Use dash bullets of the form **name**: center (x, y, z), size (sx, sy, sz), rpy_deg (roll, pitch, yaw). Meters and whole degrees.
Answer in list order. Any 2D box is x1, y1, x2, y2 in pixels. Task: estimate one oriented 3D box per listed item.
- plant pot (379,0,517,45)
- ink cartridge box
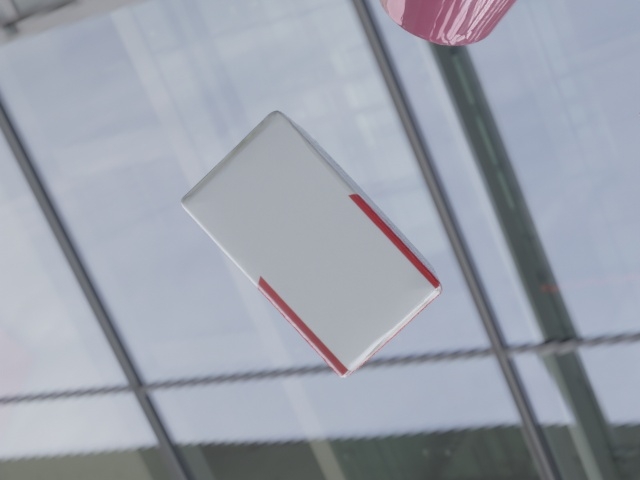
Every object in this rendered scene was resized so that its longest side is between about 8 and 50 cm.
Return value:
- **plant pot**: center (0.136, -0.292, 1.421), size (0.201, 0.180, 0.201), rpy_deg (8, -130, -9)
- **ink cartridge box**: center (0.000, 0.000, 1.311), size (0.114, 0.197, 0.273), rpy_deg (-43, 179, 4)
